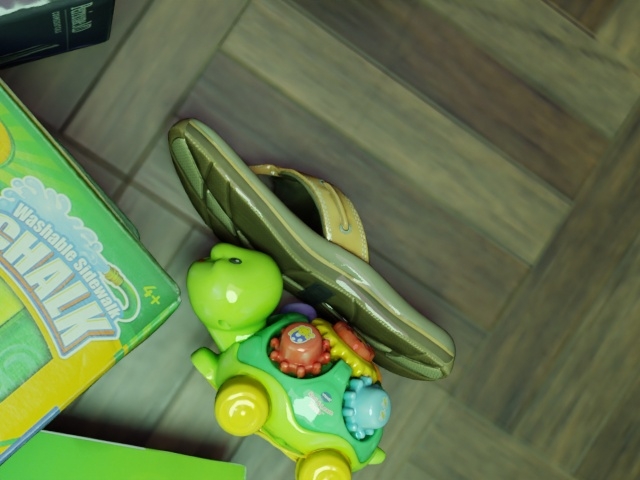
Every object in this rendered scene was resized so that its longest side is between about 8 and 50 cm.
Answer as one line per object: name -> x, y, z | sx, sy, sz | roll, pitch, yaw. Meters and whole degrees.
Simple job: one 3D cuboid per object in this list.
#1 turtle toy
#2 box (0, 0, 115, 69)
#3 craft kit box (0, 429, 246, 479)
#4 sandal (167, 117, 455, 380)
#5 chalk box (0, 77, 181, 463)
turtle toy -> -0.015, 0.058, 0.569 | 0.130, 0.095, 0.066 | 42, 94, -9
box -> -0.196, -0.117, 0.504 | 0.207, 0.153, 0.108 | -17, 95, -9
craft kit box -> -0.156, 0.196, 0.492 | 0.246, 0.061, 0.250 | 16, 58, -25
sandal -> 0.000, 0.000, 0.590 | 0.180, 0.072, 0.049 | 39, 69, -11
chalk box -> -0.153, 0.027, 0.465 | 0.132, 0.132, 0.213 | 48, 52, -3
